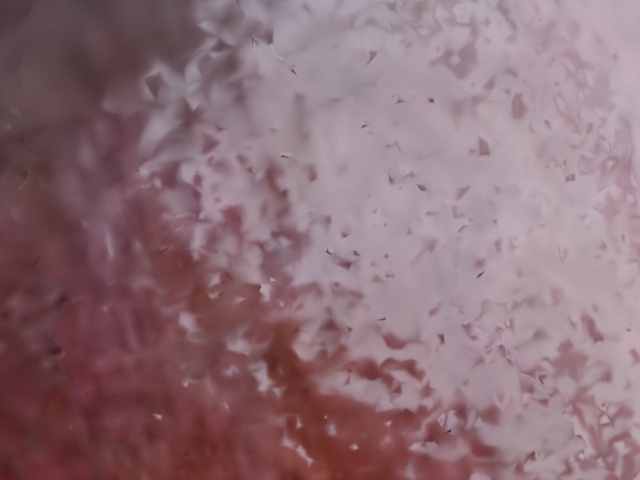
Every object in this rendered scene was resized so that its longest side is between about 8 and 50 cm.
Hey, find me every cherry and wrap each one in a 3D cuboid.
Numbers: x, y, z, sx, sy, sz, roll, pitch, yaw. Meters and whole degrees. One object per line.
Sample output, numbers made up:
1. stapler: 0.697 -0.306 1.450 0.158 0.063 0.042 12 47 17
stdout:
1. cherry: -0.006 -0.004 0.434 0.206 0.239 0.239 167 -61 -74
